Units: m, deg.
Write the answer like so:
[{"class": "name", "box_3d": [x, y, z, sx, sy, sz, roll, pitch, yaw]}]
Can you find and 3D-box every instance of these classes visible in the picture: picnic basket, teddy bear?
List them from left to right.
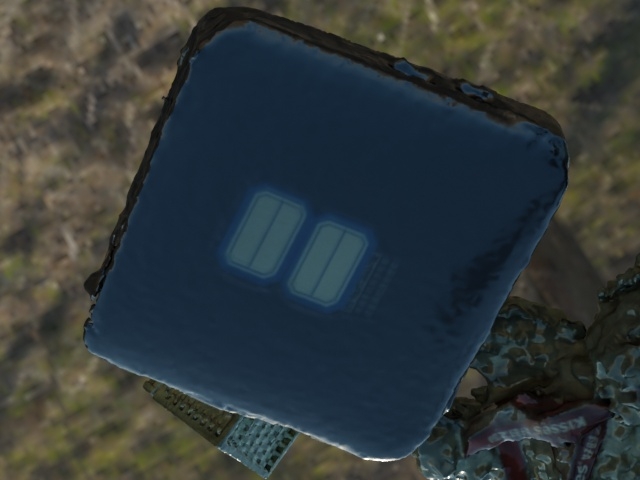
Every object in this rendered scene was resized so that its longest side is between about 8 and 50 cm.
[{"class": "picnic basket", "box_3d": [-0.082, 0.135, 1.927, 0.196, 0.154, 0.134, -55, 146, -4]}, {"class": "teddy bear", "box_3d": [0.299, 0.166, 1.770, 0.224, 0.357, 0.367, -35, 153, -41]}]

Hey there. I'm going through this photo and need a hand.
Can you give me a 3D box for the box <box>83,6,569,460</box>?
[{"class": "box", "box_3d": [0.000, 0.000, 1.472, 0.091, 0.350, 0.359, -93, -154, -62]}]
